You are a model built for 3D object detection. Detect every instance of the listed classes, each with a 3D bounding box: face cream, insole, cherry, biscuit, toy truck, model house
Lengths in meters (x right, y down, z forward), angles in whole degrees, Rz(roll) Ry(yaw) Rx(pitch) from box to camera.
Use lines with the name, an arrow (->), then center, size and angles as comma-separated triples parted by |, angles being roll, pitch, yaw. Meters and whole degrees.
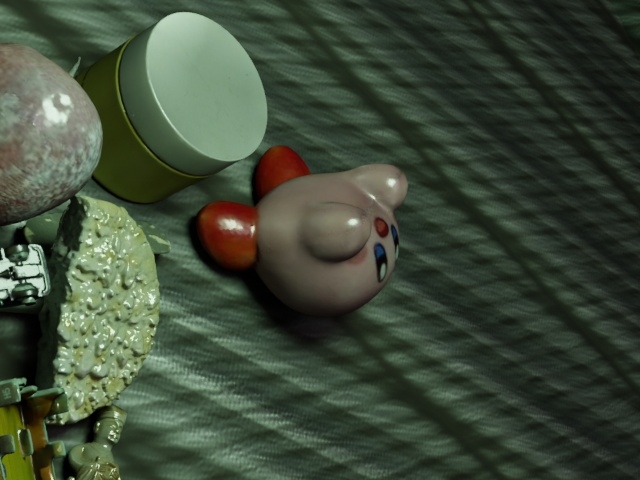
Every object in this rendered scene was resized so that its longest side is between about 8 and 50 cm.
face cream -> -0.212, -0.180, 1.893 | 0.218, 0.179, 0.218 | 24, 55, -40
insole -> -0.294, -0.004, 1.823 | 0.248, 0.011, 0.081 | 2, 42, -51
cherry -> -0.375, -0.128, 1.638 | 0.285, 0.236, 0.213 | -47, 110, -30
biscuit -> -0.276, 0.094, 1.715 | 0.179, 0.084, 0.281 | 17, 83, -50
toy truck -> -0.419, 0.055, 1.590 | 0.202, 0.088, 0.074 | -8, 77, -35
model house -> -0.377, 0.259, 1.460 | 0.198, 0.215, 0.224 | 69, 6, -80

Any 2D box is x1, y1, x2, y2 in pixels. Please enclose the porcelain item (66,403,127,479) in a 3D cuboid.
porcelain item -> -0.277, 0.293, 1.686 | 0.084, 0.054, 0.213 | 39, 45, -32

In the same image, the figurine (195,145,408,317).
figurine -> -0.006, 0.004, 2.035 | 0.269, 0.261, 0.211 | -48, 137, -50

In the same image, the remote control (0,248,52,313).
remote control -> -0.337, 0.055, 1.743 | 0.221, 0.042, 0.078 | 9, 66, -47
